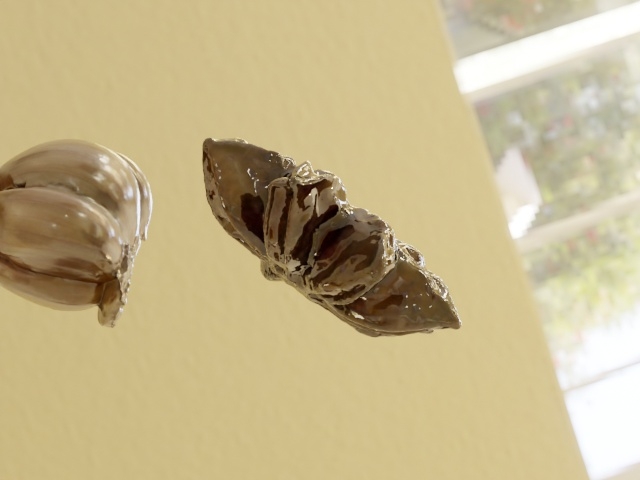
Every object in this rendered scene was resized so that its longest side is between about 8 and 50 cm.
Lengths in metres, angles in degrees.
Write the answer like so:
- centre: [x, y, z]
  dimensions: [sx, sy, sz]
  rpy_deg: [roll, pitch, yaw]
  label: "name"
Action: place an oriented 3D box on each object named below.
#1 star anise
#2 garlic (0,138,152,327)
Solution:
- centre: [0.005, 0.005, 1.849]
  dimensions: [0.108, 0.315, 0.315]
  rpy_deg: [-58, -166, -6]
  label: "star anise"
- centre: [-0.264, -0.035, 2.038]
  dimensions: [0.160, 0.191, 0.214]
  rpy_deg: [-54, -167, 53]
  label: "garlic"
